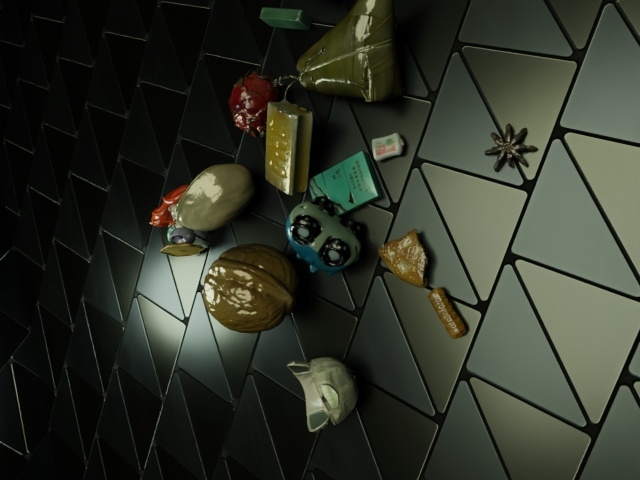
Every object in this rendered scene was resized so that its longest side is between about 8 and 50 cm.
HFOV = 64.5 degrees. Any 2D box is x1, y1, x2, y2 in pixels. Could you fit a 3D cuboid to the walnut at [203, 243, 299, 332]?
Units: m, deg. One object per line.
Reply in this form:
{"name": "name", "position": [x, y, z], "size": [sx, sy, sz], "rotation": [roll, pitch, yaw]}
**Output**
{"name": "walnut", "position": [-0.225, 0.159, 1.692], "size": [0.333, 0.333, 0.332], "rotation": [-2, 87, 33]}

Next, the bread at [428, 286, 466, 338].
{"name": "bread", "position": [0.361, 0.206, 1.449], "size": [0.052, 0.044, 0.157], "rotation": [-34, 71, 20]}

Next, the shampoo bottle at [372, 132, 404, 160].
{"name": "shampoo bottle", "position": [0.213, -0.291, 1.570], "size": [0.099, 0.043, 0.072], "rotation": [-11, 82, 32]}

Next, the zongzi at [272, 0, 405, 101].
{"name": "zongzi", "position": [0.044, -0.630, 1.575], "size": [0.448, 0.181, 0.417], "rotation": [16, 121, 33]}

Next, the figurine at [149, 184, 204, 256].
{"name": "figurine", "position": [-0.561, -0.076, 1.985], "size": [0.208, 0.181, 0.256], "rotation": [-33, 60, 58]}

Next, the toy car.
{"name": "toy car", "position": [0.000, 0.000, 1.597], "size": [0.255, 0.188, 0.190], "rotation": [38, 129, -3]}

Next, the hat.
{"name": "hat", "position": [0.009, 0.473, 1.610], "size": [0.275, 0.161, 0.231], "rotation": [-33, 71, 52]}

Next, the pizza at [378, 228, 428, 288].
{"name": "pizza", "position": [0.261, 0.041, 1.518], "size": [0.182, 0.063, 0.161], "rotation": [27, 109, 36]}

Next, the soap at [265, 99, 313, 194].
{"name": "soap", "position": [-0.109, -0.308, 1.682], "size": [0.173, 0.089, 0.274], "rotation": [36, 132, 41]}

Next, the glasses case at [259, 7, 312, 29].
{"name": "glasses case", "position": [-0.122, -0.783, 1.789], "size": [0.184, 0.078, 0.039], "rotation": [20, 95, 32]}

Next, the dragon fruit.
{"name": "dragon fruit", "position": [-0.226, -0.494, 1.788], "size": [0.192, 0.193, 0.273], "rotation": [-21, 73, 61]}

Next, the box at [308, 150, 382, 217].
{"name": "box", "position": [0.075, -0.169, 1.653], "size": [0.229, 0.041, 0.161], "rotation": [-24, 75, 30]}

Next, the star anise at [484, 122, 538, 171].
{"name": "star anise", "position": [0.511, -0.254, 1.378], "size": [0.141, 0.042, 0.140], "rotation": [-3, 85, 31]}

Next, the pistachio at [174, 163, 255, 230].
{"name": "pistachio", "position": [-0.383, -0.151, 1.841], "size": [0.332, 0.226, 0.207], "rotation": [-36, 46, 12]}
